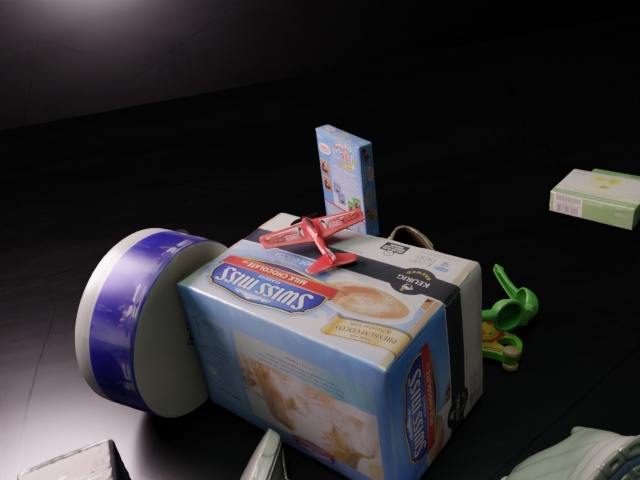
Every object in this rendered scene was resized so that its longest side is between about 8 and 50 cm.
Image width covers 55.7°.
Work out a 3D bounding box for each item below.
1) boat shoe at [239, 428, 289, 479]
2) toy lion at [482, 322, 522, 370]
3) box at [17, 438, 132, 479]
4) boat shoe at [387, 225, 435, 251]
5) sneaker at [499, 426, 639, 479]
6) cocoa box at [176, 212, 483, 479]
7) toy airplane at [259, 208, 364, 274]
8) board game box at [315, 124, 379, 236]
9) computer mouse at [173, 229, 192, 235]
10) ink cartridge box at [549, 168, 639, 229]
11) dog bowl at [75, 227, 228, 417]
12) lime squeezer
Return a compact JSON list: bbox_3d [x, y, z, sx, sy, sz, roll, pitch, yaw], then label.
[{"bbox_3d":[-0.066,0.321,0.716,0.070,0.078,0.219,27,28,-7],"label":"boat shoe"},{"bbox_3d":[0.265,0.156,0.943,0.100,0.034,0.096,8,27,26],"label":"toy lion"},{"bbox_3d":[-0.239,0.345,0.632,0.108,0.153,0.207,-18,31,-15],"label":"box"},{"bbox_3d":[0.164,0.074,1.025,0.109,0.091,0.305,-10,26,2],"label":"boat shoe"},{"bbox_3d":[0.229,0.305,0.647,0.297,0.111,0.129,-28,3,-12],"label":"sneaker"},{"bbox_3d":[0.016,0.138,0.833,0.347,0.232,0.228,16,38,36],"label":"cocoa box"},{"bbox_3d":[0.000,0.000,0.811,0.151,0.028,0.151,-7,30,4],"label":"toy airplane"},{"bbox_3d":[0.057,-0.124,1.284,0.039,0.212,0.160,-24,34,-24],"label":"board game box"},{"bbox_3d":[-0.346,0.060,1.261,0.071,0.041,0.242,11,42,28],"label":"computer mouse"},{"bbox_3d":[0.618,-0.114,1.281,0.171,0.056,0.235,19,42,40],"label":"ink cartridge box"},{"bbox_3d":[-0.223,0.119,0.895,0.104,0.265,0.265,10,35,26],"label":"dog bowl"},{"bbox_3d":[0.286,0.095,0.961,0.110,0.059,0.310,42,30,18],"label":"lime squeezer"}]
